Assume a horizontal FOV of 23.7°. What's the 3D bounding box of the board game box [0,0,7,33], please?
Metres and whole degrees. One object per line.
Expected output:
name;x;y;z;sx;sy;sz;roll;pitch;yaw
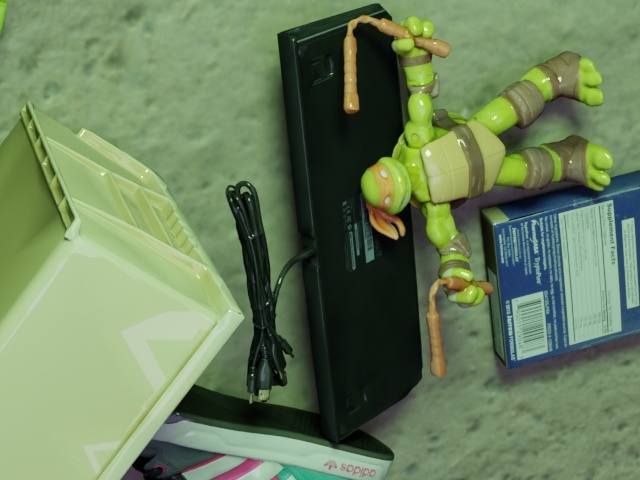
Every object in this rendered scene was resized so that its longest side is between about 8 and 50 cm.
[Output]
board game box;-0.309;-0.138;1.013;0.181;0.043;0.092;10;108;-21

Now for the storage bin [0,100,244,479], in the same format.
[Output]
storage bin;-0.205;0.070;1.011;0.123;0.260;0.262;32;100;-27

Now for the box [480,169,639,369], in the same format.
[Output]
box;0.246;0.014;1.254;0.225;0.036;0.136;-13;116;-10

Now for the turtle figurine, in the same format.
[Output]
turtle figurine;0.113;-0.050;1.145;0.217;0.087;0.269;-18;98;-25

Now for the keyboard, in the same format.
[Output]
keyboard;0.000;0.000;1.121;0.201;0.033;0.317;-27;117;-45

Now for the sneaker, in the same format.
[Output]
sneaker;-0.100;0.207;1.186;0.295;0.124;0.178;18;96;-24
